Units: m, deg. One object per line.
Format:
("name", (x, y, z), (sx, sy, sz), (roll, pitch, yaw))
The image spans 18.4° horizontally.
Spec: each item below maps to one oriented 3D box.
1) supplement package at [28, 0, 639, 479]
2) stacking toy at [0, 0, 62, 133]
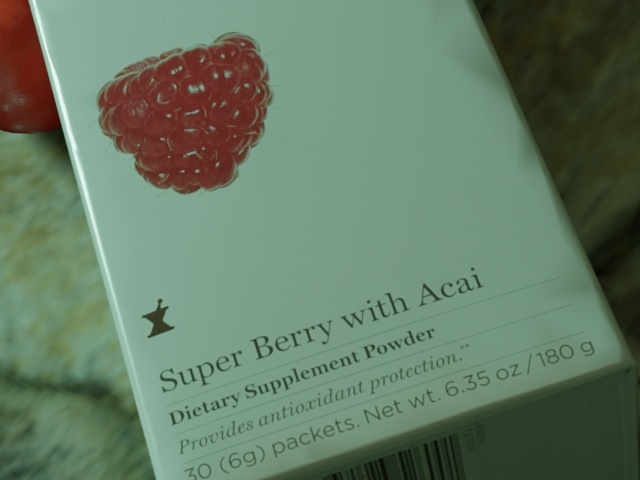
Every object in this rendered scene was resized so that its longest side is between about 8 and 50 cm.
("supplement package", (0.000, 0.000, 0.823), (0.177, 0.175, 0.293), (-19, 56, -2))
("stacking toy", (-0.038, -0.156, 0.963), (0.330, 0.141, 0.141), (-26, 57, -3))
